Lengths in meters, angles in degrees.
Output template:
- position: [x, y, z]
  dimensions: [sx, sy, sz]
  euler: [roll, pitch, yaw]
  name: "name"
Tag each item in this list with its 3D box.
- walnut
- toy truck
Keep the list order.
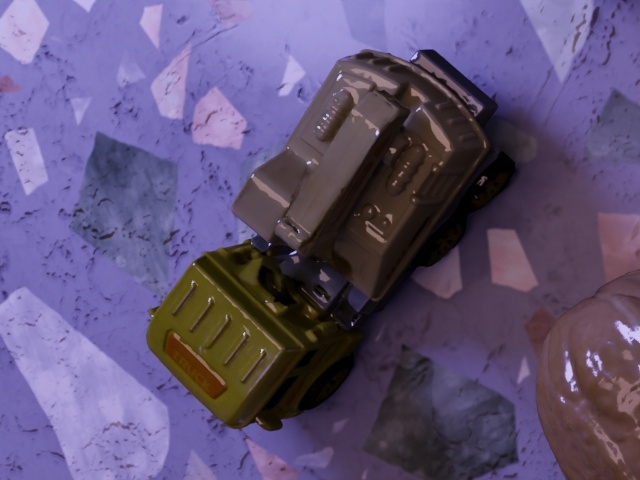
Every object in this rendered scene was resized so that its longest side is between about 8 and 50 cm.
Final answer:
- position: [0.309, 0.153, 1.306]
  dimensions: [0.225, 0.225, 0.261]
  euler: [-38, 70, 22]
  name: "walnut"
- position: [0.000, 0.000, 1.454]
  dimensions: [0.180, 0.254, 0.405]
  euler: [44, 111, 18]
  name: "toy truck"
